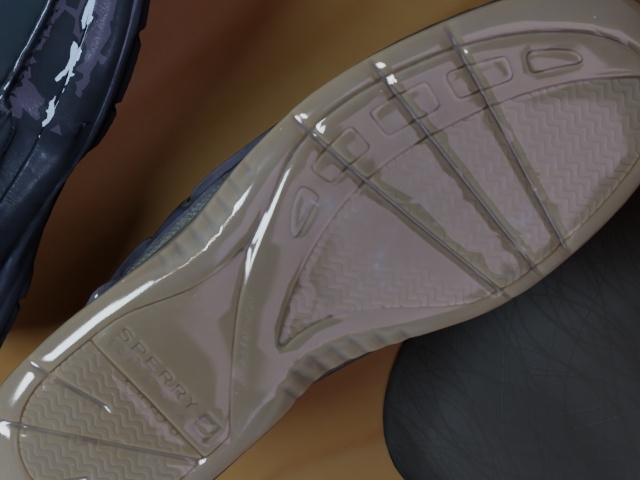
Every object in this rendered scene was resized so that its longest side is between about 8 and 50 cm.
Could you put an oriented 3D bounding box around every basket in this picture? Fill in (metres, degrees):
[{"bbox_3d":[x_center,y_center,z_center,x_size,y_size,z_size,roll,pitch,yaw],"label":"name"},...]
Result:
[{"bbox_3d":[0.144,0.098,0.715,0.204,0.227,0.154,-37,123,8],"label":"basket"}]

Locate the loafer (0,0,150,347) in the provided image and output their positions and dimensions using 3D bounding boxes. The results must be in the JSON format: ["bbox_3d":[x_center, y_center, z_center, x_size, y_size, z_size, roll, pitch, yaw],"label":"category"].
[{"bbox_3d":[-0.120,-0.042,0.641,0.078,0.076,0.223,12,120,-31],"label":"loafer"}]

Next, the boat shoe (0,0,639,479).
[{"bbox_3d":[0.000,0.000,0.695,0.285,0.092,0.103,-39,104,11],"label":"boat shoe"}]
